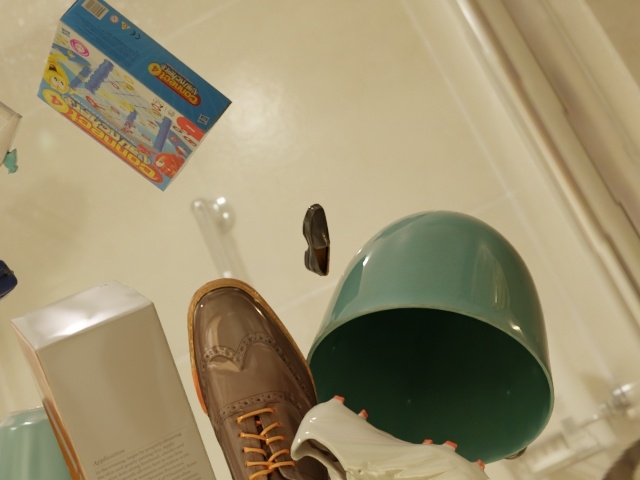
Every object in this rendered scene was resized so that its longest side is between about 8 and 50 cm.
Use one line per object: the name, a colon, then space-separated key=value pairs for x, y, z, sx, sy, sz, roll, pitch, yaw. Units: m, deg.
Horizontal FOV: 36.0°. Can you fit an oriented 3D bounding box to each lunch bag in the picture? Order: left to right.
lunch bag: x=-0.618 y=0.082 z=1.849 sx=0.098 sy=0.067 sz=0.065 roll=-40 pitch=4 yaw=-41

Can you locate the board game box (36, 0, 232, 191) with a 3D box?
board game box: x=-0.346 y=-0.258 z=1.778 sx=0.086 sy=0.308 sz=0.302 roll=-57 pitch=9 yaw=-27

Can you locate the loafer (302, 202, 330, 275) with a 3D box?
loafer: x=0.000 y=0.000 z=2.181 sx=0.062 sy=0.061 sz=0.170 roll=-21 pitch=-57 yaw=-27

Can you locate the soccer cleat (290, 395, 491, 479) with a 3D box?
soccer cleat: x=0.065 y=0.211 z=0.905 sx=0.076 sy=0.196 sz=0.068 roll=-49 pitch=-31 yaw=-38

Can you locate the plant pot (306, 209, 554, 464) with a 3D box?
plant pot: x=0.143 y=0.103 z=1.234 sx=0.293 sy=0.235 sz=0.293 roll=7 pitch=-48 yaw=7

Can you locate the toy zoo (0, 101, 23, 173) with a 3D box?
toy zoo: x=-0.698 y=-0.214 z=1.850 sx=0.192 sy=0.293 sz=0.030 roll=-52 pitch=10 yaw=12

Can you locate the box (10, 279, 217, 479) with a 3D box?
box: x=-0.286 y=0.255 z=1.402 sx=0.168 sy=0.345 sz=0.215 roll=-22 pitch=15 yaw=-22

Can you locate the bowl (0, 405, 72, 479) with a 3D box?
bowl: x=-0.450 y=0.367 z=1.740 sx=0.312 sy=0.163 sz=0.311 roll=-10 pitch=-7 yaw=-1

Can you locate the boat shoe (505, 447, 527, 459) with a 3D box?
boat shoe: x=0.344 y=0.272 z=1.937 sx=0.112 sy=0.335 sz=0.095 roll=-6 pitch=-1 yaw=25

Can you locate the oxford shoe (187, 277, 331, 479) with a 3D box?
oxford shoe: x=-0.050 y=0.214 z=1.071 sx=0.130 sy=0.363 sz=0.133 roll=-21 pitch=4 yaw=-5
